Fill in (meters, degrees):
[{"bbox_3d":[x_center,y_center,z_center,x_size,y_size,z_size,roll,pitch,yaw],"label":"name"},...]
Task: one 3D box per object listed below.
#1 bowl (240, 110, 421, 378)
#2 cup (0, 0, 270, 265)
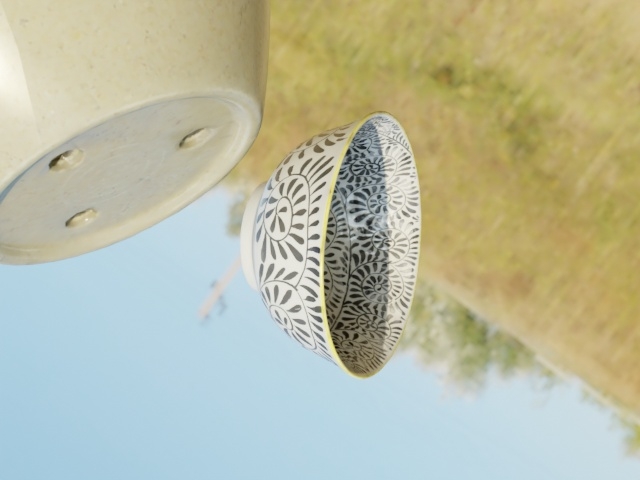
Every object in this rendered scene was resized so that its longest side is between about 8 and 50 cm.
[{"bbox_3d":[0.000,0.000,0.967,0.080,0.170,0.170,5,176,23],"label":"bowl"},{"bbox_3d":[-0.157,-0.129,0.818,0.237,0.331,0.331,61,-163,18],"label":"cup"}]
